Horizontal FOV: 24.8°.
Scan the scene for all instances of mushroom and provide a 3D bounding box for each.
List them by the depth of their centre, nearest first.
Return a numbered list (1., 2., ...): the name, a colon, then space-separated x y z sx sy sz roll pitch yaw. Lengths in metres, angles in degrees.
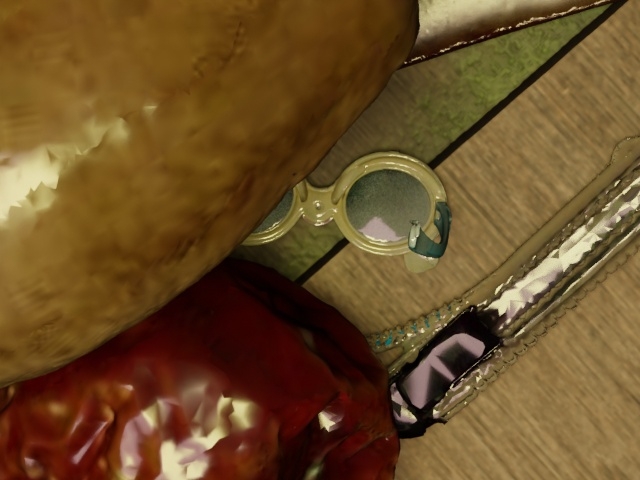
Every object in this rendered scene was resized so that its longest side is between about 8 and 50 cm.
1. mushroom: -0.146 -0.068 0.800 0.397 0.314 0.224 -10 140 14

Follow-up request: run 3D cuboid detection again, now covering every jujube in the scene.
1. jujube: -0.121 0.192 1.002 0.276 0.276 0.377 42 104 2

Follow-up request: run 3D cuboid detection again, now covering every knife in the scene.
1. knife: 0.154 0.023 1.052 0.365 0.043 0.089 -41 91 11

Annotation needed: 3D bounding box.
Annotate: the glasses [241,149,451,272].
1. glasses: 0.002 -0.030 0.983 0.189 0.220 0.088 5 87 -2

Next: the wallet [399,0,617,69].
1. wallet: 0.126 -0.212 1.030 0.255 0.031 0.137 -16 94 10
